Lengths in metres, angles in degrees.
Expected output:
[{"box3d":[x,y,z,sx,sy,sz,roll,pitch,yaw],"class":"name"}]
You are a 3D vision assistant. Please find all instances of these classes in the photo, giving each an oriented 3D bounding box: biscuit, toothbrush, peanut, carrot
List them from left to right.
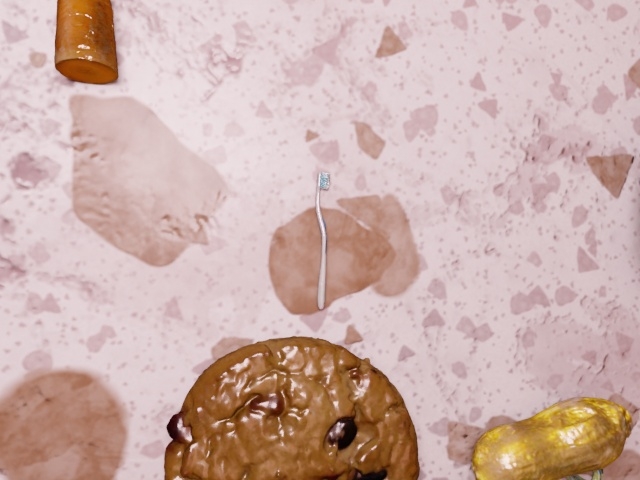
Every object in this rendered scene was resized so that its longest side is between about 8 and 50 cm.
[{"box3d":[-0.242,-0.275,0.553,0.061,0.061,0.210,0,86,-11],"class":"carrot"},{"box3d":[-0.025,0.247,0.592,0.296,0.075,0.296,0,91,-11],"class":"biscuit"},{"box3d":[0.000,0.000,0.625,0.017,0.014,0.162,3,91,7],"class":"toothbrush"},{"box3d":[0.282,0.251,0.650,0.206,0.087,0.087,-17,94,-9],"class":"peanut"}]

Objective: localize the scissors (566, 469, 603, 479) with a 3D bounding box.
[{"box3d":[0.384,0.363,0.704,0.187,0.020,0.133,24,82,-10],"class":"scissors"}]
